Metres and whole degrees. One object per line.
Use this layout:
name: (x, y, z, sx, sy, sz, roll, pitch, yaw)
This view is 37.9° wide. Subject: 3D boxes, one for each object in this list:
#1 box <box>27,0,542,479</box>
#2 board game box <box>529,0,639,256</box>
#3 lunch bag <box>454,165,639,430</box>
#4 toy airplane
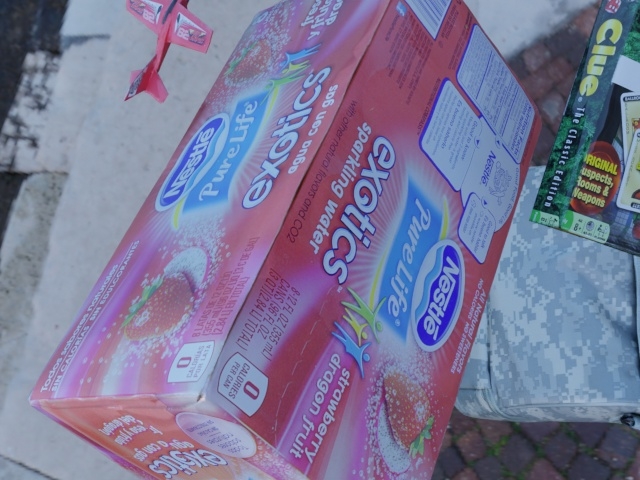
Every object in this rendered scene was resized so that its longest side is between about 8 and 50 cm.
box: (0.000, 0.000, 0.521, 0.142, 0.154, 0.300, -11, 45, 43)
board game box: (0.237, -0.039, 0.499, 0.030, 0.259, 0.136, 18, 92, 63)
lunch bag: (0.283, 0.062, 1.049, 0.256, 0.212, 0.305, 154, 120, -65)
toy airplane: (-0.169, -0.214, 1.008, 0.151, 0.028, 0.151, -8, 76, 33)
